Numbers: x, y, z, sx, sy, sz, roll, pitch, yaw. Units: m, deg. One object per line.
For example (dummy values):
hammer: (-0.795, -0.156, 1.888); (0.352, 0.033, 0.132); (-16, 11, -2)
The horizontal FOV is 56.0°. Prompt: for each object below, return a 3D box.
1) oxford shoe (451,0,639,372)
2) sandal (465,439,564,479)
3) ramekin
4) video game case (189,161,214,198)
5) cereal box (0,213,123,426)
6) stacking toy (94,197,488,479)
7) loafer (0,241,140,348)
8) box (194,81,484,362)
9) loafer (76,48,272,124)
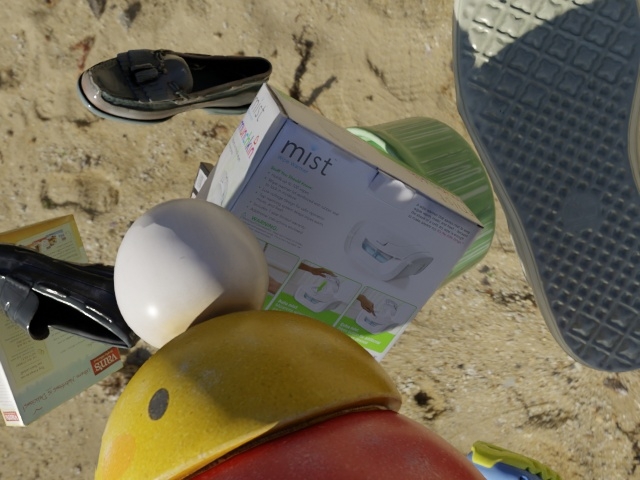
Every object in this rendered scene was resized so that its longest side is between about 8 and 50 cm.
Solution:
oxford shoe: (0.232, -0.097, 0.583); (0.169, 0.130, 0.449); (-15, 97, 18)
sandal: (0.315, 0.421, 0.931); (0.126, 0.317, 0.138); (5, 56, 52)
ramekin: (0.137, -0.053, 0.976); (0.148, 0.303, 0.303); (-22, 65, -25)
video game case: (-0.251, -0.011, 1.366); (0.275, 0.035, 0.248); (48, 123, 47)
cereal box: (-0.375, 0.100, 0.809); (0.047, 0.173, 0.240); (-9, 101, 30)
stacking toy: (-0.037, 0.172, 0.395); (0.350, 0.350, 0.480); (-38, 61, 15)
loafer: (-0.275, 0.056, 0.589); (0.223, 0.076, 0.078); (11, 48, 2)
box: (0.000, 0.000, 0.661); (0.231, 0.262, 0.127); (-57, 29, 18)
loafer: (-0.174, -0.210, 0.768); (0.084, 0.267, 0.096); (-34, 79, 40)
